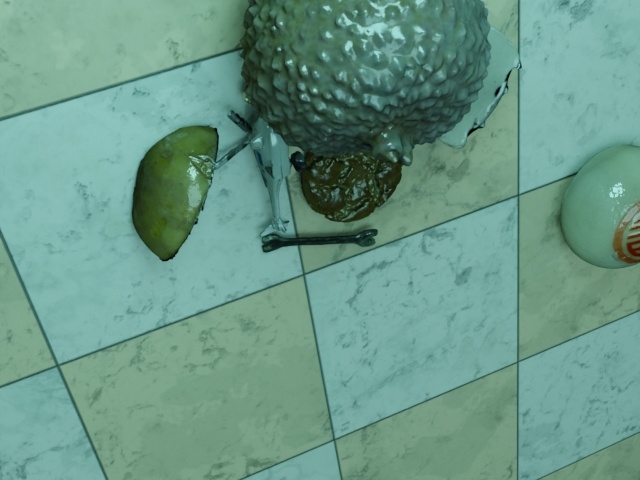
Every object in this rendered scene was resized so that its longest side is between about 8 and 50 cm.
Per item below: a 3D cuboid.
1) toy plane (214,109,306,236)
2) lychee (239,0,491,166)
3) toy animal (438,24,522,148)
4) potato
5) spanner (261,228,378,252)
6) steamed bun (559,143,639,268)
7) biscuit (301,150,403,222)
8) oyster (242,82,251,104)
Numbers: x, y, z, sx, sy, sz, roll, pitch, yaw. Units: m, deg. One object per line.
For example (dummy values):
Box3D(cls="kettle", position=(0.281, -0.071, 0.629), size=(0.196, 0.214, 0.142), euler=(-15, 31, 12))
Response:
Box3D(cls="toy plane", position=(-0.091, -0.109, 1.537), size=(0.182, 0.107, 0.273), euler=(-9, 123, -34))
Box3D(cls="lychee", position=(0.062, -0.306, 1.307), size=(0.380, 0.432, 0.380), euler=(-13, 161, -4))
Box3D(cls="toy animal", position=(0.230, -0.287, 1.555), size=(0.204, 0.156, 0.208), euler=(27, 98, -35))
Box3D(cls="potato", position=(-0.261, -0.075, 1.474), size=(0.100, 0.120, 0.261), euler=(18, 111, -27))
Box3D(cls="spanner", position=(0.000, 0.000, 1.706), size=(0.255, 0.015, 0.054), euler=(-3, 148, -25))
Box3D(cls="steamed bun", position=(0.670, -0.059, 1.910), size=(0.283, 0.177, 0.283), euler=(-14, 126, -19))
Box3D(cls="biscuit", position=(0.064, -0.132, 1.645), size=(0.226, 0.042, 0.225), euler=(-13, 124, -19))
Box3D(cls="oyster", position=(-0.058, -0.278, 1.478), size=(0.148, 0.051, 0.103), euler=(-1, 116, -14))
